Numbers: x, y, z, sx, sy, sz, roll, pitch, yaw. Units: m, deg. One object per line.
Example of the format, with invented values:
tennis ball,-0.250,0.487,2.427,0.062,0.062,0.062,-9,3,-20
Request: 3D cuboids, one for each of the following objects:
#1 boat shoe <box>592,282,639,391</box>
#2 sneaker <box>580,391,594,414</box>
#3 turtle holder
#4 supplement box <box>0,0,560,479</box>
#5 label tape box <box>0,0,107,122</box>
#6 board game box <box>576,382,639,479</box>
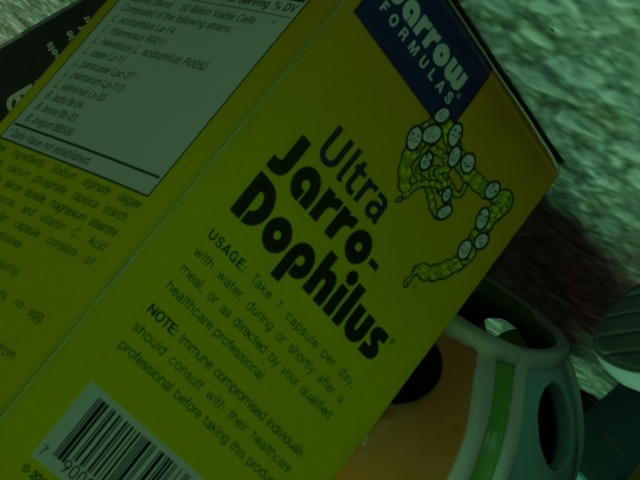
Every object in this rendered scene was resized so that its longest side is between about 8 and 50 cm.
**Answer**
boat shoe,0.232,0.066,0.735,0.076,0.083,0.226,44,164,-17
sneaker,0.175,0.140,1.181,0.170,0.051,0.089,35,166,31
turtle holder,0.075,0.139,0.927,0.320,0.227,0.243,17,-161,-37
supplement box,-0.073,0.016,0.766,0.194,0.356,0.195,22,159,49
label tape box,-0.220,0.006,1.002,0.249,0.348,0.115,59,161,-11
board game box,0.333,0.279,1.002,0.336,0.079,0.254,46,175,45
